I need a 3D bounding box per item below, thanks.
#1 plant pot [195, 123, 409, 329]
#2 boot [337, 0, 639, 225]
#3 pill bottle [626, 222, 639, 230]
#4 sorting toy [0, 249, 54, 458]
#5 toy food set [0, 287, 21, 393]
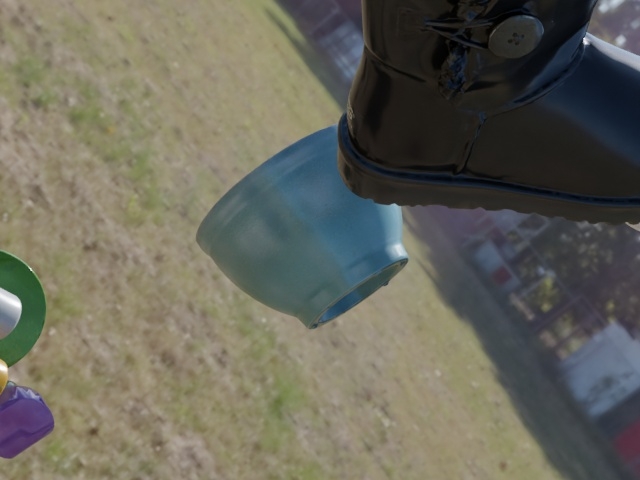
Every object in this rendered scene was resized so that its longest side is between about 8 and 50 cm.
[{"bbox_3d":[0.000,0.000,1.408,0.196,0.293,0.293,56,10,12],"label":"plant pot"},{"bbox_3d":[0.131,-0.106,0.498,0.207,0.247,0.094,99,-11,-52],"label":"boot"},{"bbox_3d":[0.280,-0.081,0.773,0.086,0.086,0.152,-114,-153,-56],"label":"pill bottle"},{"bbox_3d":[-0.346,0.030,0.962,0.126,0.127,0.365,31,-42,59],"label":"sorting toy"},{"bbox_3d":[-0.335,0.045,0.799,0.232,0.111,0.104,22,-12,44],"label":"toy food set"}]
